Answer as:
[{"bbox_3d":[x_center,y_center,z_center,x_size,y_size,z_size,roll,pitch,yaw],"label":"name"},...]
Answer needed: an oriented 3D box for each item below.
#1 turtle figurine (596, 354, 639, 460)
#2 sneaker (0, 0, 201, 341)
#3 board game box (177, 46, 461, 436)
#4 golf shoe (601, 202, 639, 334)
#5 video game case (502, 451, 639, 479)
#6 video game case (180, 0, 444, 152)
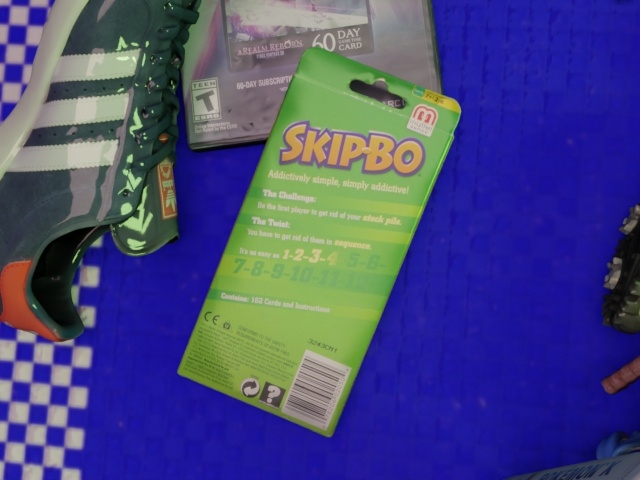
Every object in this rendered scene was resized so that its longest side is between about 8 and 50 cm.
[{"bbox_3d":[0.337,0.115,0.680,0.198,0.275,0.266,39,87,-26],"label":"turtle figurine"},{"bbox_3d":[-0.139,-0.080,0.786,0.148,0.131,0.350,37,104,8],"label":"sneaker"},{"bbox_3d":[0.000,0.000,0.795,0.124,0.039,0.259,22,97,5],"label":"board game box"},{"bbox_3d":[0.296,-0.039,0.742,0.120,0.105,0.273,33,91,1],"label":"golf shoe"},{"bbox_3d":[0.244,0.265,0.627,0.036,0.300,0.329,-39,82,-14],"label":"video game case"},{"bbox_3d":[-0.018,-0.214,0.833,0.196,0.026,0.274,-7,86,7],"label":"video game case"}]
